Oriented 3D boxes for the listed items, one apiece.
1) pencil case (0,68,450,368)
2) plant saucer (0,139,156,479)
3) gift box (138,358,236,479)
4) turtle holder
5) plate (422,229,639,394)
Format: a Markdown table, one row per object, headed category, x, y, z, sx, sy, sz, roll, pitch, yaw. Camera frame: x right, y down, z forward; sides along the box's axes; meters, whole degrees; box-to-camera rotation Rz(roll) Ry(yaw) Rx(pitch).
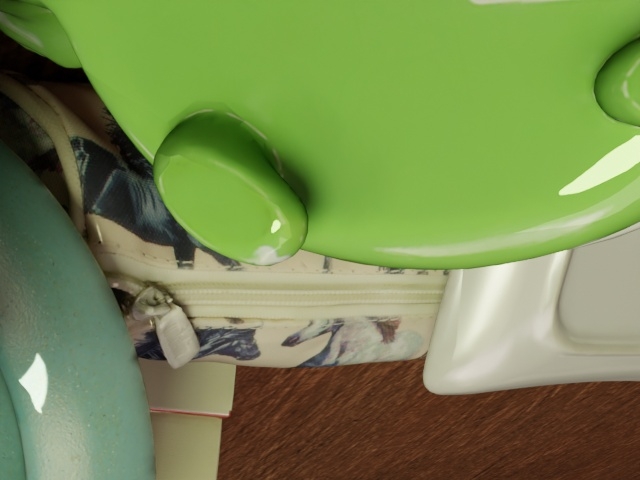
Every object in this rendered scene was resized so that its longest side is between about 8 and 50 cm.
| category | x | y | z | sx | sy | sz | roll | pitch | yaw |
| --- | --- | --- | --- | --- | --- | --- | --- | --- | --- |
| pencil case | 0.000 | 0.000 | 0.801 | 0.410 | 0.183 | 0.159 | 0 | 128 | -36 |
| plant saucer | -0.219 | 0.079 | 0.671 | 0.318 | 0.317 | 0.044 | -29 | 179 | 32 |
| gift box | -0.202 | 0.145 | 0.890 | 0.276 | 0.258 | 0.255 | 9 | 169 | -17 |
| turtle holder | 0.030 | -0.096 | 0.501 | 0.320 | 0.243 | 0.227 | -33 | 172 | 20 |
| plate | 0.200 | -0.039 | 0.793 | 0.278 | 0.045 | 0.277 | 2 | 109 | -38 |
